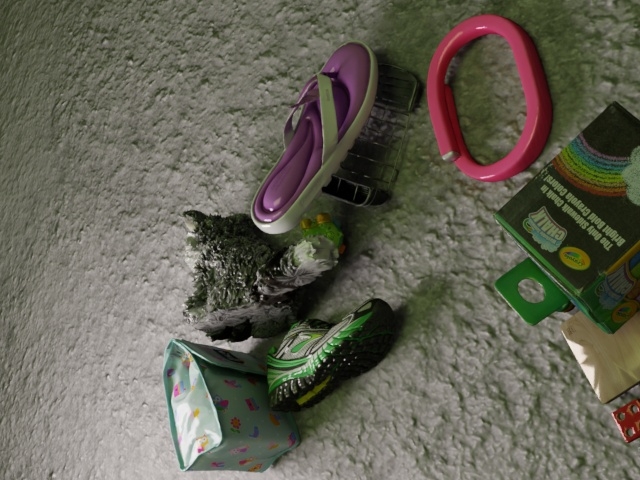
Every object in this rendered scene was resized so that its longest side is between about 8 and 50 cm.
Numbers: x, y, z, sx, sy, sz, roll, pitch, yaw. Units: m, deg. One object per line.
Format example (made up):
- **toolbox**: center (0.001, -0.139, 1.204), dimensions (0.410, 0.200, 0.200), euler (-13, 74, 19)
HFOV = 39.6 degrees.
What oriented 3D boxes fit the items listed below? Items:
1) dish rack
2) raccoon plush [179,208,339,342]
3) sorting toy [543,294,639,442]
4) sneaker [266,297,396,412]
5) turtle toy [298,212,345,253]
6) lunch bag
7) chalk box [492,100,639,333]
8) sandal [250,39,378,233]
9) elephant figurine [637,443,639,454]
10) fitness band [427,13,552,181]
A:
- **dish rack**: center (0.079, -0.209, 1.695), dimensions (0.208, 0.074, 0.272), euler (24, 100, 46)
- **raccoon plush**: center (-0.114, 0.009, 1.781), dimensions (0.446, 0.216, 0.299), euler (-30, 56, 34)
- **sorting toy**: center (0.435, 0.151, 1.265), dimensions (0.132, 0.046, 0.275), euler (-45, 52, 32)
- **sneaker**: center (0.000, 0.193, 1.656), dimensions (0.343, 0.134, 0.146), euler (-38, 56, 36)
- **turtle toy**: center (0.000, 0.000, 1.742), dimensions (0.130, 0.066, 0.095), euler (-16, 81, 46)
- **lunch bag**: center (-0.189, 0.316, 1.769), dimensions (0.160, 0.223, 0.262), euler (-41, 53, 27)
- **chalk box**: center (0.371, -0.003, 1.208), dimensions (0.289, 0.179, 0.180), euler (-44, 52, 8)
- **sandal**: center (-0.014, -0.208, 1.632), dimensions (0.169, 0.102, 0.417), euler (10, 70, 43)
- **elephant figurine**: center (0.537, 0.331, 1.059), dimensions (0.186, 0.169, 0.240), euler (142, 111, -70)
- **fitness band**: center (0.281, -0.242, 1.502), dimensions (0.209, 0.054, 0.291), euler (-28, 64, 40)
